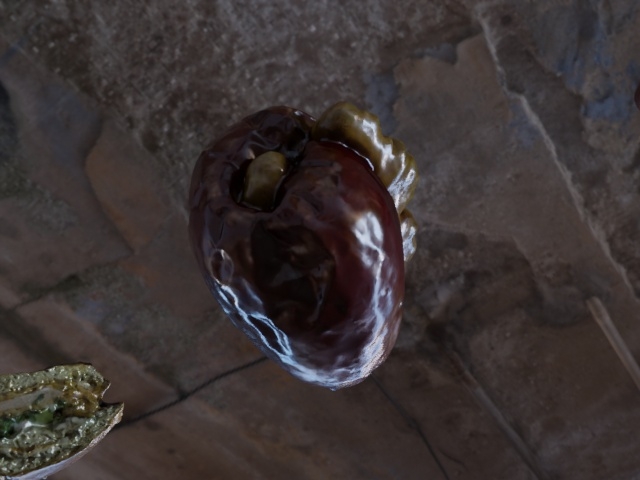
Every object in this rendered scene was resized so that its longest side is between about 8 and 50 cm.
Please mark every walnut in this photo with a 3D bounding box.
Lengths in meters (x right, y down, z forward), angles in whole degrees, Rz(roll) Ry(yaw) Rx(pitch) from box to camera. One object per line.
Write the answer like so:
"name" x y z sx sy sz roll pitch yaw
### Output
"walnut" 0.000 0.000 0.821 0.222 0.269 0.244 28 -119 39

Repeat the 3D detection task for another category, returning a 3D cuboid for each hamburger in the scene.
"hamburger" -0.424 0.275 1.135 0.143 0.283 0.156 67 -32 27

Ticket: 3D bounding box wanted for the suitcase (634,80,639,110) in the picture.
"suitcase" 0.604 -0.220 1.086 0.297 0.236 0.161 36 -144 29
